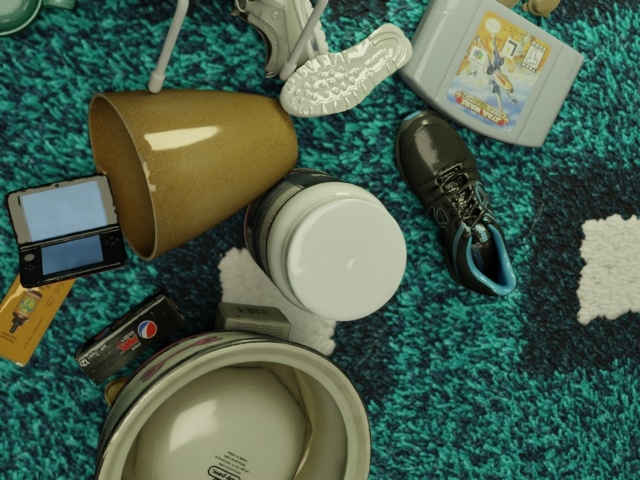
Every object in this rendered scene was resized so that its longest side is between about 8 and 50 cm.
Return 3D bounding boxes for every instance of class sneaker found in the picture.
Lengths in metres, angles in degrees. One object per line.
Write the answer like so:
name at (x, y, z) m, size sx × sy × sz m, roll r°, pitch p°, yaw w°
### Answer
sneaker at (-0.089, -0.372, 1.135) m, size 0.115 × 0.105 × 0.281 m, roll -27°, pitch 105°, yaw -3°
sneaker at (0.033, -0.241, 1.172) m, size 0.235 × 0.095 × 0.090 m, roll -30°, pitch 96°, yaw -25°
sneaker at (0.237, -0.060, 1.278) m, size 0.125 × 0.139 × 0.341 m, roll -30°, pitch 107°, yaw -5°

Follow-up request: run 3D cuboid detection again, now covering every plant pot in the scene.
plant pot at (-0.171, -0.124, 1.119) m, size 0.254 × 0.237 × 0.237 m, roll -21°, pitch 107°, yaw -27°

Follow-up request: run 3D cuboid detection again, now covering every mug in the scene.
mug at (-0.429, -0.331, 1.048) m, size 0.158 × 0.097 × 0.129 m, roll 40°, pitch 88°, yaw -21°

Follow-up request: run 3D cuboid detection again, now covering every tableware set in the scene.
tableware set at (0.349, -0.426, 1.250) m, size 0.141 × 0.020 × 0.169 m, roll 10°, pitch 137°, yaw -21°

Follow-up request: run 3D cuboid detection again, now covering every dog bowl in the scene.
dog bowl at (-0.136, 0.313, 1.131) m, size 0.408 × 0.150 × 0.408 m, roll -7°, pitch 106°, yaw -25°

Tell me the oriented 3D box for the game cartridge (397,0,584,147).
game cartridge at (0.282, -0.276, 1.280) m, size 0.297 × 0.062 × 0.198 m, roll 22°, pitch 93°, yaw -23°

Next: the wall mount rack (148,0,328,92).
wall mount rack at (-0.098, -0.332, 0.977) m, size 0.350 × 0.130 × 0.304 m, roll -12°, pitch 118°, yaw -30°

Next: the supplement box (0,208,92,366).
supplement box at (-0.412, 0.064, 1.150) m, size 0.078 × 0.080 × 0.233 m, roll 31°, pitch 90°, yaw -19°

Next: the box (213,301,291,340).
box at (-0.130, 0.246, 1.261) m, size 0.113 × 0.094 × 0.275 m, roll 9°, pitch 99°, yaw -18°

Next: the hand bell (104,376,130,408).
hand bell at (-0.324, 0.351, 1.237) m, size 0.126 × 0.126 × 0.242 m, roll 20°, pitch 108°, yaw -19°

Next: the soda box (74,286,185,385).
soda box at (-0.297, 0.149, 1.212) m, size 0.169 × 0.053 × 0.060 m, roll -36°, pitch 109°, yaw -6°

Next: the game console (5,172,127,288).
game console at (-0.350, -0.014, 1.068) m, size 0.144 × 0.124 × 0.085 m, roll -14°, pitch 130°, yaw -12°

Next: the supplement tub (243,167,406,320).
supplement tub at (0.000, 0.000, 1.151) m, size 0.191 × 0.272 × 0.191 m, roll -4°, pitch 103°, yaw -16°
